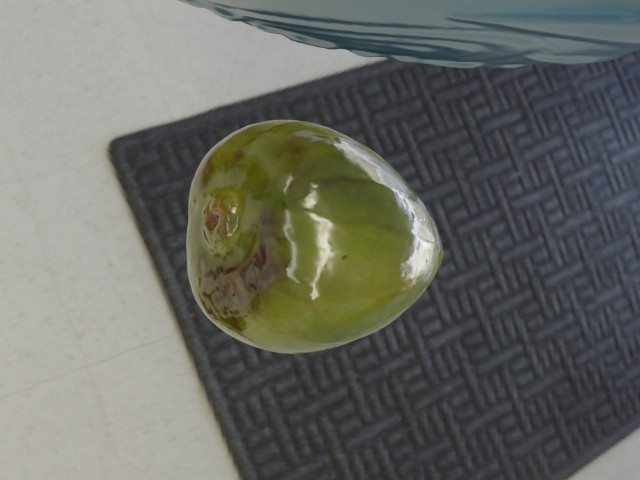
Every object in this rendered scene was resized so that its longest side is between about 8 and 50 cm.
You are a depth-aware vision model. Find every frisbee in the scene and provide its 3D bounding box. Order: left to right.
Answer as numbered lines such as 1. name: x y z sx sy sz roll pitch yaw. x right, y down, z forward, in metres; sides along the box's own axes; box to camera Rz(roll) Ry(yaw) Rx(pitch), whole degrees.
1. frisbee: -0.004 -0.100 0.449 0.290 0.289 0.049 11 97 -34

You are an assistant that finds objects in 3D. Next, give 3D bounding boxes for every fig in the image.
1. fig: 0.000 0.000 1.034 0.225 0.203 0.202 6 74 -34
